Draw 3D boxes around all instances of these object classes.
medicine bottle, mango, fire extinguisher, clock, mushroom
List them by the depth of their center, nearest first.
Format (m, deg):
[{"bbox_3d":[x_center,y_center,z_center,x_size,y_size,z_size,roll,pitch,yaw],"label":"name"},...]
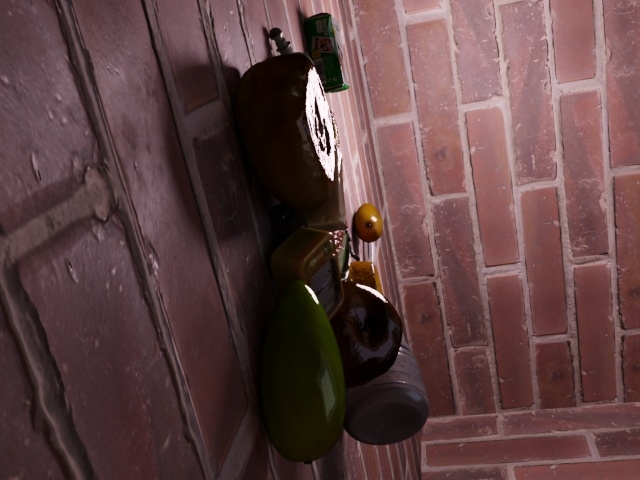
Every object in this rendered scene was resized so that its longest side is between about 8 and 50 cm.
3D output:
[{"bbox_3d":[-0.036,0.237,1.239,0.192,0.155,0.343,81,2,-63],"label":"mango"},{"bbox_3d":[-0.024,0.086,1.415,0.143,0.096,0.202,-48,139,-43],"label":"clock"},{"bbox_3d":[-0.057,0.003,1.470,0.106,0.075,0.252,-98,173,-49],"label":"fire extinguisher"},{"bbox_3d":[0.048,0.231,1.578,0.267,0.254,0.267,42,35,-40],"label":"mushroom"},{"bbox_3d":[0.163,0.389,1.866,0.306,0.245,0.245,-98,173,-50],"label":"medicine bottle"},{"bbox_3d":[0.191,-0.072,2.643,0.253,0.113,0.139,-88,162,-68],"label":"mango"}]

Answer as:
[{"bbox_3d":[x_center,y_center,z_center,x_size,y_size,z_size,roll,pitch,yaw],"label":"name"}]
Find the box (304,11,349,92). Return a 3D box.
[{"bbox_3d":[0.023,-0.624,2.217,0.180,0.102,0.250,-46,128,-76],"label":"box"}]

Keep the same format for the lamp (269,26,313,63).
[{"bbox_3d":[-0.081,-0.475,1.696,0.163,0.091,0.091,55,25,-31],"label":"lamp"}]

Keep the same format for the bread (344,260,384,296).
[{"bbox_3d":[0.129,0.182,2.095,0.268,0.145,0.269,-11,90,-82],"label":"bread"}]

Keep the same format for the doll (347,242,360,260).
[{"bbox_3d":[0.052,0.039,1.960,0.139,0.057,0.165,-54,133,-35],"label":"doll"}]

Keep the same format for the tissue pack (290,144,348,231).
[{"bbox_3d":[-0.016,-0.116,1.581,0.092,0.148,0.196,41,43,-69],"label":"tissue pack"}]

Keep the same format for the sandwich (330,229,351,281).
[{"bbox_3d":[0.003,0.014,1.706,0.292,0.109,0.212,-87,158,-52],"label":"sandwich"}]

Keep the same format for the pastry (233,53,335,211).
[{"bbox_3d":[-0.065,-0.224,1.377,0.356,0.163,0.356,-9,90,-81],"label":"pastry"}]

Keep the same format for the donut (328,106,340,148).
[{"bbox_3d":[0.019,-0.347,2.101,0.174,0.068,0.175,-7,90,-77],"label":"donut"}]

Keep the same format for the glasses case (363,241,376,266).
[{"bbox_3d":[0.210,0.056,2.787,0.076,0.049,0.197,65,21,-54],"label":"glasses case"}]
